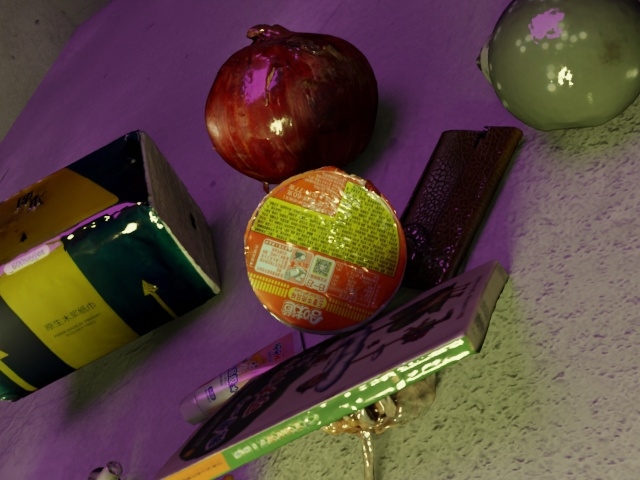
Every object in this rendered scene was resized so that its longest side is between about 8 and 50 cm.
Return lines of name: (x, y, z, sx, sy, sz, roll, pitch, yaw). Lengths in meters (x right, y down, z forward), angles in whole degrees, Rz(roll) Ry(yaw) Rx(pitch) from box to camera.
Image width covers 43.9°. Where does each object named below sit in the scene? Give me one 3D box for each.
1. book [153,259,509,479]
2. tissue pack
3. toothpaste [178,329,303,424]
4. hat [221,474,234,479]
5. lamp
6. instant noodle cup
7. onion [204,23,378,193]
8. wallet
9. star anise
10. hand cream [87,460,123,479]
book: (0.019, 0.141, 0.848, 0.371, 0.043, 0.260, -30, 1, 23)
tissue pack: (-0.406, 0.044, 1.317, 0.416, 0.253, 0.264, -28, 38, 6)
toothpaste: (-0.104, 0.187, 1.078, 0.194, 0.043, 0.067, -33, 31, 12)
hat: (-0.178, 0.339, 0.870, 0.244, 0.233, 0.233, 32, 52, 18)
lamp: (0.257, -0.219, 0.974, 0.182, 0.182, 0.314, -54, 23, -11)
instant noodle cup: (0.000, 0.000, 0.997, 0.193, 0.193, 0.212, -46, 8, 3)
onion: (-0.045, -0.217, 1.250, 0.276, 0.276, 0.276, -31, 36, 25)
wallet: (0.158, -0.045, 1.016, 0.133, 0.039, 0.243, 4, 60, 49)
star anise: (0.082, 0.249, 0.809, 0.148, 0.218, 0.227, -14, 81, -1)
hand cream: (-0.363, 0.400, 1.143, 0.257, 0.050, 0.084, -46, 30, 17)
